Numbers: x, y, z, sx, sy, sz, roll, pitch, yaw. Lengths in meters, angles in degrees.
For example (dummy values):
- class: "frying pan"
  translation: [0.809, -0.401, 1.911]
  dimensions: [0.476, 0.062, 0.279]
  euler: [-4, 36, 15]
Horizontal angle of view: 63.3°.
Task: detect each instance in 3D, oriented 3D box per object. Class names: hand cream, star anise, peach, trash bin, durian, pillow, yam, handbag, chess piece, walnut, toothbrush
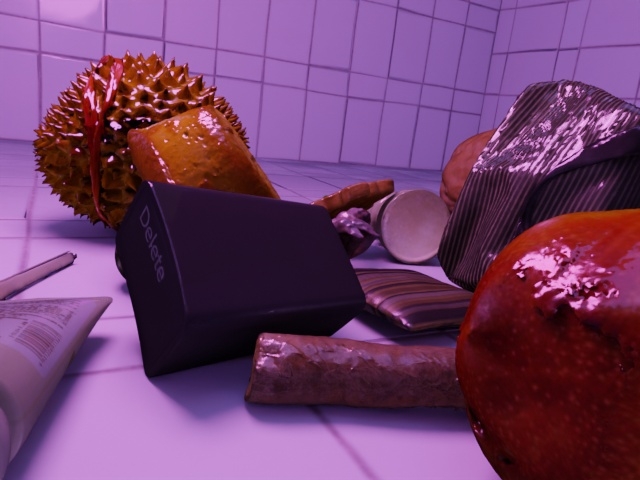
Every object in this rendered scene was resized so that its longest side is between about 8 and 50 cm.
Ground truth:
- class: "hand cream"
  translation: [-0.258, 0.093, 0.406]
  dimensions: [0.146, 0.093, 0.306]
  euler: [-2, 14, -15]
- class: "star anise"
  translation: [0.000, 0.000, 0.860]
  dimensions: [0.236, 0.093, 0.229]
  euler: [-18, 9, -28]
- class: "peach"
  translation: [0.210, 0.088, 0.372]
  dimensions: [0.230, 0.231, 0.231]
  euler: [6, 14, -2]
- class: "trash bin"
  translation: [-0.079, 0.035, 0.561]
  dimensions: [0.225, 0.115, 0.165]
  euler: [0, 55, -39]
- class: "durian"
  translation: [-0.320, -0.168, 0.969]
  dimensions: [0.384, 0.348, 0.347]
  euler: [-16, 25, -36]
- class: "pillow"
  translation: [0.125, 0.079, 0.731]
  dimensions: [0.208, 0.052, 0.212]
  euler: [1, 15, -36]
- class: "yam"
  translation: [0.081, 0.128, 0.488]
  dimensions: [0.299, 0.066, 0.066]
  euler: [6, 14, -7]
- class: "handbag"
  translation: [0.349, -0.043, 0.745]
  dimensions: [0.247, 0.341, 0.240]
  euler: [23, 10, -34]
- class: "chess piece"
  translation: [0.161, -0.043, 1.105]
  dimensions: [0.144, 0.145, 0.251]
  euler: [4, 7, -11]
- class: "walnut"
  translation: [0.445, -0.107, 1.142]
  dimensions: [0.305, 0.307, 0.343]
  euler: [-3, 13, -34]
- class: "toothbrush"
  translation: [-0.381, 0.055, 0.636]
  dimensions: [0.028, 0.026, 0.294]
  euler: [-7, 12, 9]

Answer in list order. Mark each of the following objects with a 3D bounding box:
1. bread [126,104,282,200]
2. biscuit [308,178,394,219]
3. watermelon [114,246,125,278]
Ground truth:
- class: "bread"
  translation: [-0.148, -0.075, 0.738]
  dimensions: [0.145, 0.268, 0.268]
  euler: [-35, 17, 1]
- class: "biscuit"
  translation: [0.031, -0.059, 1.024]
  dimensions: [0.212, 0.041, 0.239]
  euler: [-22, -10, -24]
- class: "watermelon"
  translation: [-0.225, 0.019, 0.711]
  dimensions: [0.108, 0.109, 0.109]
  euler: [6, 14, -2]
